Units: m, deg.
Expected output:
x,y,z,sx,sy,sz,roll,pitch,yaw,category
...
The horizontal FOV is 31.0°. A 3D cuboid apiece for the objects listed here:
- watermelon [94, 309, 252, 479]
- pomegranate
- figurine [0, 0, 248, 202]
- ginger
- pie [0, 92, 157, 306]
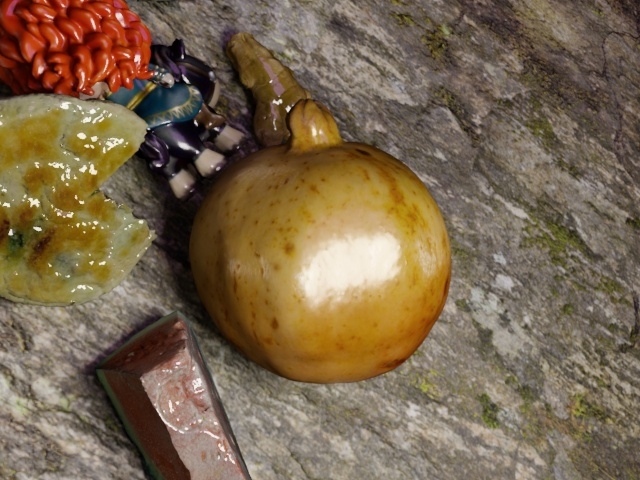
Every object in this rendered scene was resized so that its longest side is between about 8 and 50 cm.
x,y,z,sx,sy,sz,roll,pitch,yaw,category
-0.196,0.246,1.557,0.148,0.226,0.318,-23,66,-9,watermelon
0.000,0.000,1.656,0.410,0.410,0.410,12,64,-27,pomegranate
-0.286,-0.235,1.696,0.411,0.241,0.306,27,51,-31,figurine
-0.077,-0.254,1.912,0.115,0.081,0.206,-19,89,-4,ginger
-0.368,-0.049,1.544,0.337,0.338,0.075,7,25,-29,pie
